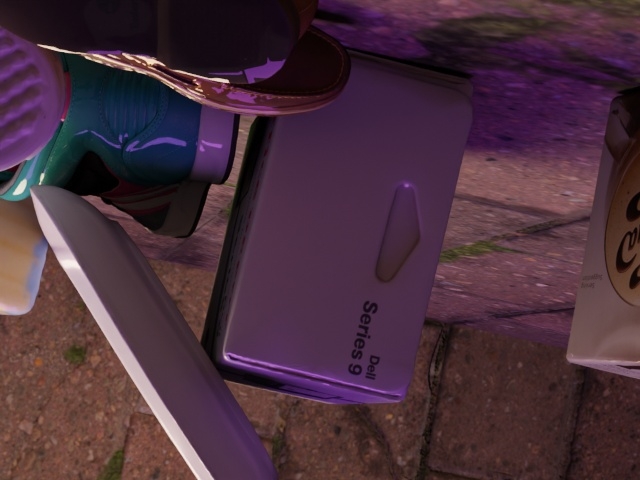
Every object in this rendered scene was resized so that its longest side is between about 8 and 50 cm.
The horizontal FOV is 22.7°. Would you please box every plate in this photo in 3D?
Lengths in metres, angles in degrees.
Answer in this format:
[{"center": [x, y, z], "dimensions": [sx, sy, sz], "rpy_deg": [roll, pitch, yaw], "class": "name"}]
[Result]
[{"center": [-0.105, 0.093, 1.109], "dimensions": [0.045, 0.277, 0.278], "rpy_deg": [-33, 174, -10], "class": "plate"}]

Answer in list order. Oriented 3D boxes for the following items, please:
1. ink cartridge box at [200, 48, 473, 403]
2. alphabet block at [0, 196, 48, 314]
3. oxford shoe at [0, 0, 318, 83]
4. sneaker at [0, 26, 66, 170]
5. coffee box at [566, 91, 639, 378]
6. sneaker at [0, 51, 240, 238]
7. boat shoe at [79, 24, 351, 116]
[{"center": [0.000, 0.000, 1.104], "dimensions": [0.122, 0.211, 0.289], "rpy_deg": [14, 172, -6], "class": "ink cartridge box"}, {"center": [-0.322, -0.054, 1.251], "dimensions": [0.197, 0.193, 0.192], "rpy_deg": [15, 171, -24], "class": "alphabet block"}, {"center": [-0.101, -0.135, 0.789], "dimensions": [0.212, 0.076, 0.076], "rpy_deg": [20, -146, 11], "class": "oxford shoe"}, {"center": [-0.322, -0.132, 0.904], "dimensions": [0.366, 0.135, 0.150], "rpy_deg": [23, -170, -10], "class": "sneaker"}, {"center": [0.262, -0.003, 0.831], "dimensions": [0.119, 0.168, 0.297], "rpy_deg": [14, 173, -19], "class": "coffee box"}, {"center": [-0.163, -0.070, 1.128], "dimensions": [0.178, 0.123, 0.295], "rpy_deg": [8, 167, -11], "class": "sneaker"}, {"center": [-0.067, -0.113, 0.894], "dimensions": [0.178, 0.064, 0.060], "rpy_deg": [15, 174, -9], "class": "boat shoe"}]
